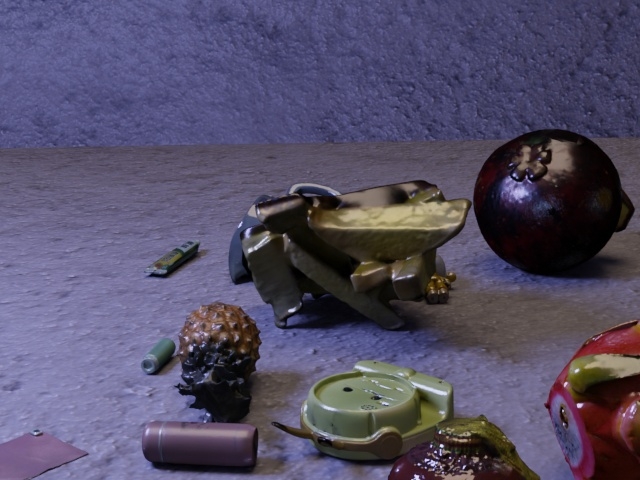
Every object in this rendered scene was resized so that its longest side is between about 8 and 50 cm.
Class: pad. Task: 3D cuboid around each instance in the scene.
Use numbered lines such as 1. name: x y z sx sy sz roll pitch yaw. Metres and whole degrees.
1. pad: -0.397 0.279 1.389 0.113 0.006 0.188 13 20 39

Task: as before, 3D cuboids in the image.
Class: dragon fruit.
1. dragon fruit: 0.380 0.194 1.283 0.227 0.224 0.224 -22 18 -4

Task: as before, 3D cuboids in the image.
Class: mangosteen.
1. mangosteen: 0.447 -0.073 2.185 0.311 0.311 0.311 -1 15 0

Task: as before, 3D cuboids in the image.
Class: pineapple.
1. pineapple: -0.144 0.176 1.554 0.128 0.128 0.248 -1 19 -2

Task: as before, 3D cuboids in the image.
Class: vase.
1. vase: 0.000 0.000 2.140 0.301 0.156 0.251 10 59 15

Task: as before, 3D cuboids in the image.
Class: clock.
1. clock: 0.051 0.226 1.444 0.170 0.069 0.232 13 20 41

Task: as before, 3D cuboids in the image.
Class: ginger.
1. ginger: 0.042 0.057 1.827 0.358 0.211 0.413 -2 -23 -30

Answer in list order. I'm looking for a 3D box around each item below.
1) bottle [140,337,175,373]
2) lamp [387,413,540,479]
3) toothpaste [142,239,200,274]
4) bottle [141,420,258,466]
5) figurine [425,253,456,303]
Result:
1. bottle: -0.249 0.177 1.714 0.030 0.030 0.083 3 16 13
2. lamp: 0.148 0.259 1.190 0.156 0.135 0.157 8 19 32
3. toothpaste: -0.290 0.034 2.252 0.049 0.031 0.204 4 18 19
4. bottle: -0.149 0.252 1.387 0.140 0.053 0.053 1 15 7
5. figurine: 0.195 0.067 2.052 0.101 0.068 0.143 8 29 13
